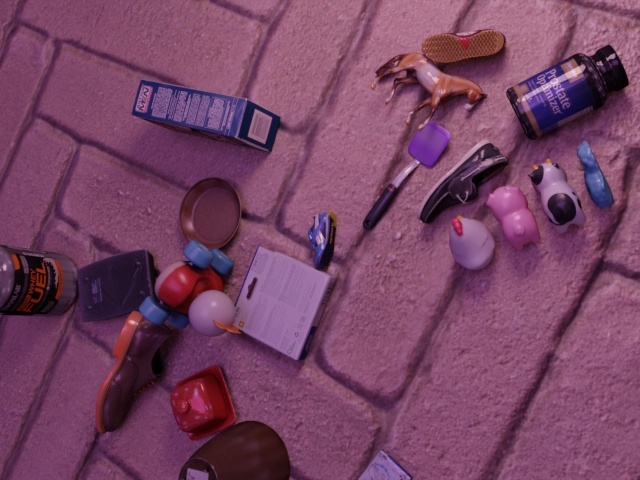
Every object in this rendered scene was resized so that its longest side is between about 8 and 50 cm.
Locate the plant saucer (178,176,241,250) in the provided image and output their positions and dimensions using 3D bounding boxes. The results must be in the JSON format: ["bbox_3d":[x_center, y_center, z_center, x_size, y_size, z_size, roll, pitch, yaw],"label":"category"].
[{"bbox_3d":[-0.287,-0.068,1.796,0.198,0.036,0.199,-4,80,25],"label":"plant saucer"}]

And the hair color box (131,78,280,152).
[{"bbox_3d":[-0.299,-0.325,1.761,0.347,0.174,0.105,17,91,27],"label":"hair color box"}]

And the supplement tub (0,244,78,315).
[{"bbox_3d":[-0.856,0.114,1.886,0.193,0.316,0.194,-3,82,25],"label":"supplement tub"}]

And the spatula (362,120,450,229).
[{"bbox_3d":[0.189,-0.146,1.581,0.084,0.030,0.296,42,102,25],"label":"spatula"}]

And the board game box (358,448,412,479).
[{"bbox_3d":[0.145,0.533,1.512,0.090,0.020,0.090,40,100,24],"label":"board game box"}]

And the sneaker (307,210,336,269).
[{"bbox_3d":[0.000,0.000,1.641,0.059,0.053,0.144,3,75,25],"label":"sneaker"}]

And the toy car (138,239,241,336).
[{"bbox_3d":[-0.275,0.163,1.662,0.238,0.210,0.219,41,94,23],"label":"toy car"}]

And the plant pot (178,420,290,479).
[{"bbox_3d":[-0.219,0.543,1.568,0.215,0.230,0.215,-4,82,25],"label":"plant pot"}]

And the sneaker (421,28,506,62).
[{"bbox_3d":[0.325,-0.440,1.531,0.185,0.084,0.070,3,107,21],"label":"sneaker"}]

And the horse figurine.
[{"bbox_3d":[0.233,-0.362,1.567,0.174,0.066,0.263,-43,61,1],"label":"horse figurine"}]

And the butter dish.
[{"bbox_3d":[-0.316,0.413,1.696,0.160,0.118,0.160,-28,72,20],"label":"butter dish"}]

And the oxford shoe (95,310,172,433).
[{"bbox_3d":[-0.497,0.370,1.786,0.132,0.130,0.364,21,109,-4],"label":"oxford shoe"}]

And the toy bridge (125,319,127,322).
[{"bbox_3d":[-0.441,0.185,1.818,0.188,0.063,0.026,-33,70,18],"label":"toy bridge"}]

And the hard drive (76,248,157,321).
[{"bbox_3d":[-0.567,0.129,1.891,0.254,0.054,0.172,-16,76,23],"label":"hard drive"}]

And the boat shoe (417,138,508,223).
[{"bbox_3d":[0.309,-0.117,1.491,0.233,0.084,0.079,-44,67,11],"label":"boat shoe"}]

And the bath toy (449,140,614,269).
[{"bbox_3d":[0.417,-0.068,1.409,0.348,0.129,0.151,-30,37,18],"label":"bath toy"}]

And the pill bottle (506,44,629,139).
[{"bbox_3d":[0.510,-0.310,1.399,0.219,0.123,0.123,-27,72,18],"label":"pill bottle"}]

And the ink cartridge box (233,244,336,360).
[{"bbox_3d":[-0.097,0.151,1.668,0.224,0.045,0.223,24,93,27],"label":"ink cartridge box"}]
